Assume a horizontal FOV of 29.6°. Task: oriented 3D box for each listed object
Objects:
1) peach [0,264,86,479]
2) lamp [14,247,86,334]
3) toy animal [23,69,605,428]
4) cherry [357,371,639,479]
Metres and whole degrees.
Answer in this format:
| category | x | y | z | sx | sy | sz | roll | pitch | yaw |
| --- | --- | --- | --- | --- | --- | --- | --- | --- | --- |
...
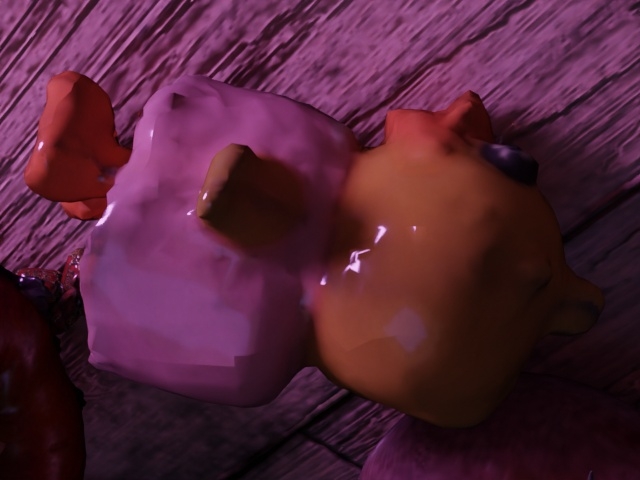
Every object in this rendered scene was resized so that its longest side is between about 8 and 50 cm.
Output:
| category | x | y | z | sx | sy | sz | roll | pitch | yaw |
| --- | --- | --- | --- | --- | --- | --- | --- | --- | --- |
| peach | -0.320 | 0.143 | 0.748 | 0.362 | 0.201 | 0.257 | -7 | 135 | 23 |
| lamp | -0.165 | 0.035 | 0.750 | 0.083 | 0.031 | 0.063 | -8 | 130 | 22 |
| toy animal | 0.002 | 0.004 | 0.604 | 0.281 | 0.169 | 0.195 | 4 | 175 | -1 |
| cherry | 0.135 | 0.216 | 0.725 | 0.261 | 0.221 | 0.307 | 41 | 143 | 24 |
